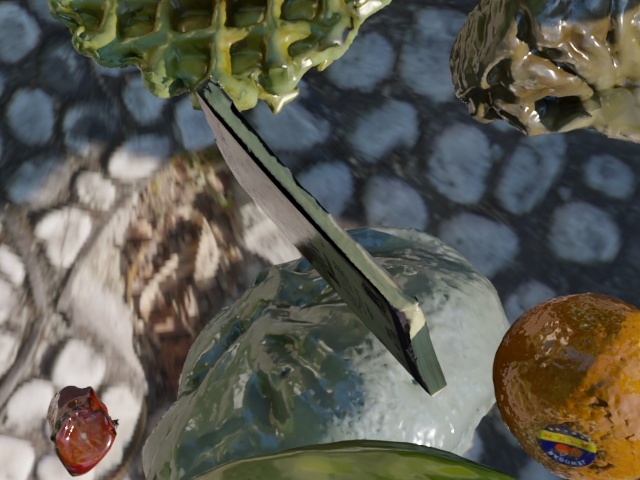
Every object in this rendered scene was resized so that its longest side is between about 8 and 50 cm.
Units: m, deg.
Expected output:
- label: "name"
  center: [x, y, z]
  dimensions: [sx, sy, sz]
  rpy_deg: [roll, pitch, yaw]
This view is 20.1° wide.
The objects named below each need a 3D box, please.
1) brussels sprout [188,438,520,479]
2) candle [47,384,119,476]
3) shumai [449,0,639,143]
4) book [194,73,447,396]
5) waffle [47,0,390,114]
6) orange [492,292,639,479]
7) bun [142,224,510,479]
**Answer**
- label: "brussels sprout"
  center: [0.042, 0.206, 0.709]
  dimensions: [0.294, 0.259, 0.227]
  rpy_deg: [24, 93, -18]
- label: "candle"
  center: [-0.149, 0.114, 1.152]
  dimensions: [0.048, 0.162, 0.053]
  rpy_deg: [1, 92, -10]
- label: "shumai"
  center: [0.191, -0.133, 1.173]
  dimensions: [0.175, 0.206, 0.166]
  rpy_deg: [34, 66, 3]
- label: "book"
  center: [-0.001, 0.001, 1.254]
  dimensions: [0.026, 0.157, 0.231]
  rpy_deg: [-38, 65, -8]
- label: "waffle"
  center: [-0.076, -0.238, 1.504]
  dimensions: [0.297, 0.073, 0.317]
  rpy_deg: [37, 67, 24]
- label: "orange"
  center: [0.178, 0.095, 1.188]
  dimensions: [0.135, 0.117, 0.136]
  rpy_deg: [13, 135, 13]
- label: "bun"
  center: [-0.009, 0.126, 1.464]
  dimensions: [0.194, 0.354, 0.354]
  rpy_deg: [44, 91, -13]
